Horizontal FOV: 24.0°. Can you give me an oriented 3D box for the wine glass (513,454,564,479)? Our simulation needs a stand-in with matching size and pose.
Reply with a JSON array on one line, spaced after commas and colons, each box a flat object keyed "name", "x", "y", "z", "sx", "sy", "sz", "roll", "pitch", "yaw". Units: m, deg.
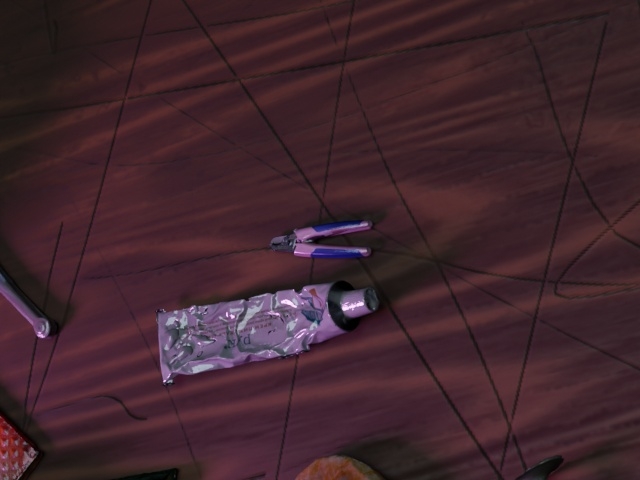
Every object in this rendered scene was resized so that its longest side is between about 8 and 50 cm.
[{"name": "wine glass", "x": 0.238, "y": 0.290, "z": 1.329, "sx": 0.066, "sy": 0.066, "sz": 0.198, "roll": -35, "pitch": 65, "yaw": 12}]

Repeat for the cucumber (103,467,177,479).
[{"name": "cucumber", "x": -0.250, "y": 0.286, "z": 1.551, "sx": 0.220, "sy": 0.046, "sz": 0.070, "roll": -12, "pitch": 83, "yaw": 16}]

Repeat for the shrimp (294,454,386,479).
[{"name": "shrimp", "x": 0.042, "y": 0.301, "z": 1.420, "sx": 0.219, "sy": 0.046, "sz": 0.152, "roll": 30, "pitch": 89, "yaw": 31}]

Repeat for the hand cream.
[{"name": "hand cream", "x": -0.055, "y": 0.084, "z": 1.519, "sx": 0.257, "sy": 0.050, "sz": 0.084, "roll": -16, "pitch": 69, "yaw": 26}]

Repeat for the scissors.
[{"name": "scissors", "x": 0.000, "y": 0.000, "z": 1.534, "sx": 0.113, "sy": 0.012, "sz": 0.039, "roll": -3, "pitch": 76, "yaw": 24}]

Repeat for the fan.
[{"name": "fan", "x": -0.383, "y": 0.017, "z": 1.695, "sx": 0.282, "sy": 0.023, "sz": 0.057, "roll": 39, "pitch": 85, "yaw": 27}]

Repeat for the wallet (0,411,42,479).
[{"name": "wallet", "x": -0.395, "y": 0.213, "z": 1.651, "sx": 0.196, "sy": 0.020, "sz": 0.103, "roll": 39, "pitch": 95, "yaw": 26}]
